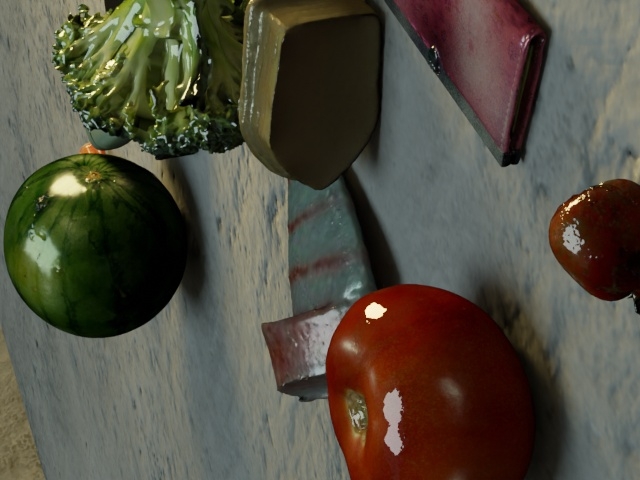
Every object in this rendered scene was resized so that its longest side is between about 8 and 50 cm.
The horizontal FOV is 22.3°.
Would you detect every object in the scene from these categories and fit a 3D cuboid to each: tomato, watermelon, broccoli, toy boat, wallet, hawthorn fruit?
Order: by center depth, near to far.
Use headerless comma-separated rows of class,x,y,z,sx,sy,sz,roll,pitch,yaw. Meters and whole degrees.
hawthorn fruit,0.180,0.000,1.005,0.077,0.077,0.077,169,90,-71
wallet,0.100,-0.172,1.206,0.119,0.025,0.232,98,153,-43
tomato,0.085,0.128,1.246,0.195,0.136,0.195,172,90,-72
toy boat,-0.008,-0.124,1.406,0.061,0.116,0.188,46,142,47
toy boat,0.000,0.000,1.538,0.206,0.096,0.282,141,129,-64
broccoli,-0.147,-0.263,1.554,0.252,0.221,0.361,-157,59,-70
watermelon,-0.291,0.006,2.107,0.242,0.242,0.242,169,90,-71

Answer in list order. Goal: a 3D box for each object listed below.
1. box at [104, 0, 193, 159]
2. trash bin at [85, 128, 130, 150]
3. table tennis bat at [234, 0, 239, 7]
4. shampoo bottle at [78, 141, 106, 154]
box,-0.217,-0.290,2.007,0.211,0.058,0.350,-137,40,-57
trash bin,-0.260,-0.177,2.022,0.130,0.059,0.116,165,91,-70
table tennis bat,-0.111,-0.261,1.762,0.150,0.027,0.236,175,85,-71
shampoo bottle,-0.311,-0.064,2.408,0.108,0.051,0.221,96,155,-43
